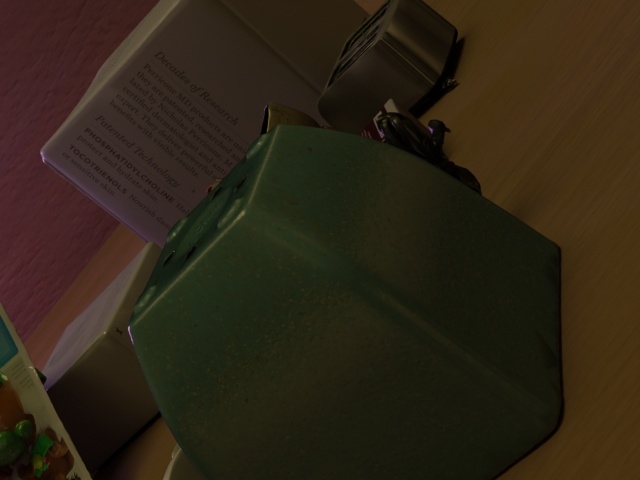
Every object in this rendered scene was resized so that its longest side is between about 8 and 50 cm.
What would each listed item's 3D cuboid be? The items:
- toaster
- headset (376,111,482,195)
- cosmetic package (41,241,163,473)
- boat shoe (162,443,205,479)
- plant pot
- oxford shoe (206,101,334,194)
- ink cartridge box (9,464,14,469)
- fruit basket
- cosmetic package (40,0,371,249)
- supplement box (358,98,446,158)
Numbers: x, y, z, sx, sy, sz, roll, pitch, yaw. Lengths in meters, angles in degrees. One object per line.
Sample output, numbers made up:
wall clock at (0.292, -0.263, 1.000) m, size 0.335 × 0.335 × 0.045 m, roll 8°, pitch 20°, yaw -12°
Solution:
toaster at (0.092, -0.225, 1.791) m, size 0.186 × 0.110 × 0.168 m, roll -41°, pitch 18°, yaw 35°
headset at (0.000, 0.000, 1.344) m, size 0.394 × 0.185 × 0.243 m, roll -22°, pitch 31°, yaw 46°
cosmetic package at (-0.275, 0.161, 1.905) m, size 0.225 × 0.138 × 0.224 m, roll -44°, pitch 16°, yaw 31°
boat shoe at (-0.108, 0.222, 1.372) m, size 0.081 × 0.079 × 0.227 m, roll -50°, pitch 6°, yaw 34°
plant pot at (0.004, 0.062, 1.037) m, size 0.248 × 0.252 × 0.247 m, roll -44°, pitch 16°, yaw 28°
oxford shoe at (-0.106, -0.020, 1.814) m, size 0.348 × 0.130 × 0.123 m, roll -61°, pitch 15°, yaw -3°
ink cartridge box at (-0.457, 0.362, 2.008) m, size 0.283 × 0.117 × 0.207 m, roll -45°, pitch 15°, yaw 23°
fruit basket at (-0.445, 0.301, 1.763) m, size 0.327 × 0.353 × 0.165 m, roll -44°, pitch -29°, yaw 27°
cosmetic package at (-0.146, -0.220, 2.081) m, size 0.394 × 0.327 × 0.329 m, roll -42°, pitch 16°, yaw 29°
supplement box at (0.034, -0.043, 1.585) m, size 0.239 × 0.073 × 0.130 m, roll -47°, pitch 13°, yaw 11°
